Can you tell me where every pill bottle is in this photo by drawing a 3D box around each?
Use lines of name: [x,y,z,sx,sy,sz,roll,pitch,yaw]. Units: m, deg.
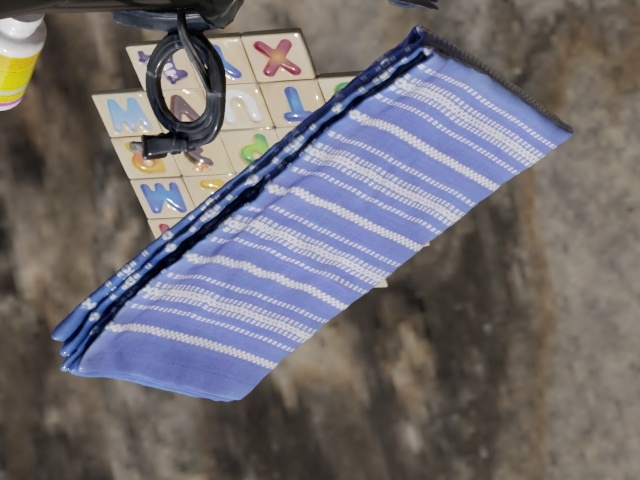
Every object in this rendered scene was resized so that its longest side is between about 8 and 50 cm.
pill bottle: [-0.199,-0.123,1.205,0.083,0.043,0.043,-57,49,49]

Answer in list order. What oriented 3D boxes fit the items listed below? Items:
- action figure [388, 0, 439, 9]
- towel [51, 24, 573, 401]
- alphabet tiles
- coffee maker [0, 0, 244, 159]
action figure: [0.056,-0.260,1.375,0.285,0.185,0.099,135,138,-56]
towel: [0.000,0.000,1.304,0.336,0.243,0.040,-39,63,16]
alphabet tiles: [-0.055,-0.068,1.838,0.342,0.285,0.011,70,-155,-43]
coffee maker: [-0.109,-0.105,0.616,0.120,0.178,0.171,-22,86,44]
